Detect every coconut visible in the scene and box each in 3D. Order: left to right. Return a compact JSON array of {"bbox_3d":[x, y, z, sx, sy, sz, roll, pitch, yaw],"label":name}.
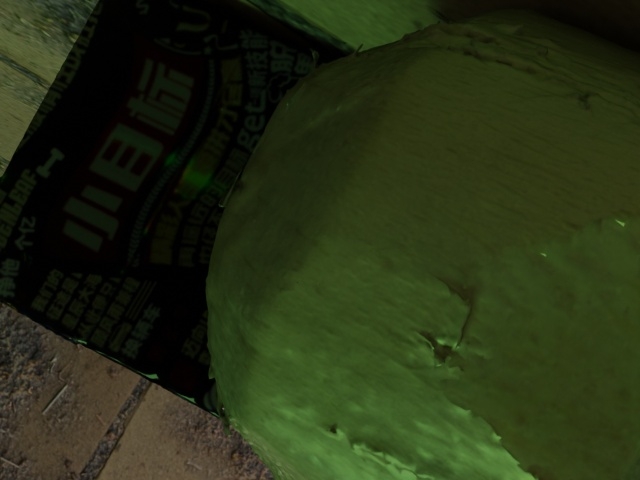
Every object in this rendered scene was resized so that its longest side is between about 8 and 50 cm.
[{"bbox_3d":[0.093,0.036,0.608,0.247,0.245,0.245,25,167,23],"label":"coconut"}]

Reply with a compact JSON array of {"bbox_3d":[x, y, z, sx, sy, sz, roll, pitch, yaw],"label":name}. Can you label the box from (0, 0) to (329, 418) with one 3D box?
[{"bbox_3d":[-0.018,0.006,0.814,0.310,0.198,0.084,26,174,16],"label":"box"}]
